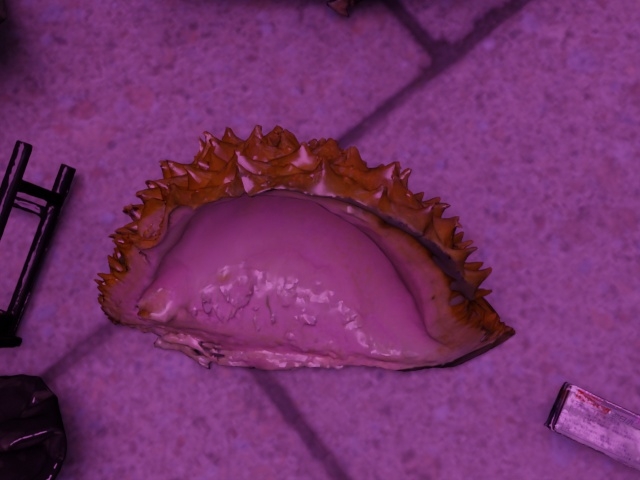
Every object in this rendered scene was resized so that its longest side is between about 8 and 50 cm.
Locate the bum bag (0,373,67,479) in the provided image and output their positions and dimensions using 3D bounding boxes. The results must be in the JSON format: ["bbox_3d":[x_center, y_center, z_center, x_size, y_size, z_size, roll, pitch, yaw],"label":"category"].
[{"bbox_3d":[-0.302,0.236,0.819,0.144,0.095,0.340,24,76,50],"label":"bum bag"}]

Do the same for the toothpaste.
[{"bbox_3d":[0.252,0.154,0.799,0.196,0.047,0.040,24,86,11],"label":"toothpaste"}]

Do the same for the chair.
[{"bbox_3d":[-0.293,0.041,0.825,0.141,0.154,0.260,19,87,2],"label":"chair"}]

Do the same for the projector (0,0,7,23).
[{"bbox_3d":[-0.396,-0.223,0.819,0.249,0.248,0.248,-31,39,0],"label":"projector"}]

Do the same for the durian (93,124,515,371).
[{"bbox_3d":[-0.012,-0.005,0.791,0.305,0.195,0.185,12,74,11],"label":"durian"}]

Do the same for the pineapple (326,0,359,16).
[{"bbox_3d":[-0.015,-0.346,0.777,0.353,0.352,0.300,-5,77,6],"label":"pineapple"}]
